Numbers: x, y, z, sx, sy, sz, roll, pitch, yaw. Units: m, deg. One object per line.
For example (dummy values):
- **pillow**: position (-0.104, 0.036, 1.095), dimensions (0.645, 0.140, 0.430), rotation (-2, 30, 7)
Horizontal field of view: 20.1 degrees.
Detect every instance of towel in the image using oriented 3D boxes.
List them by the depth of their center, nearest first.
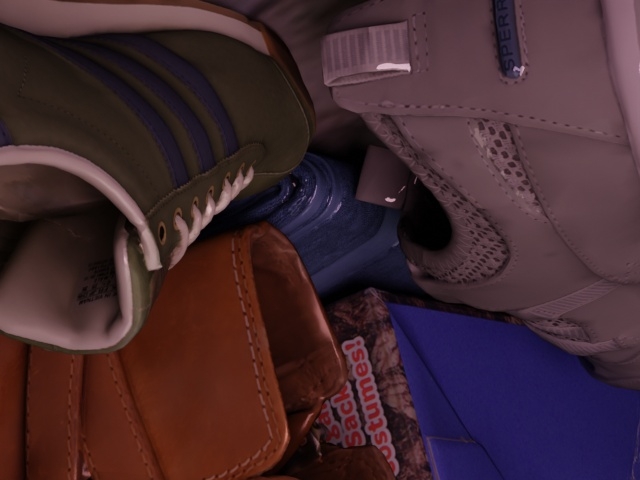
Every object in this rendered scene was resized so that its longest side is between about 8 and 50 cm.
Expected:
- **towel**: position (0.000, 0.000, 0.573), dimensions (0.067, 0.029, 0.119), rotation (-30, 157, 22)

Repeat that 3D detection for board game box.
- **board game box**: position (-0.023, 0.143, 0.697), dimensions (0.291, 0.141, 0.232), rotation (-24, 161, 26)

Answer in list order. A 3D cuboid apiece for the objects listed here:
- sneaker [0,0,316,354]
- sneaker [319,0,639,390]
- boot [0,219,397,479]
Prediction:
- **sneaker**: position (-0.057, -0.011, 0.404), dimensions (0.064, 0.086, 0.192), rotation (-32, 158, 25)
- **sneaker**: position (0.070, -0.023, 0.533), dimensions (0.115, 0.105, 0.281), rotation (-4, 159, 10)
- **boot**: position (-0.060, 0.145, 0.527), dimensions (0.220, 0.283, 0.109), rotation (-20, 176, 18)
